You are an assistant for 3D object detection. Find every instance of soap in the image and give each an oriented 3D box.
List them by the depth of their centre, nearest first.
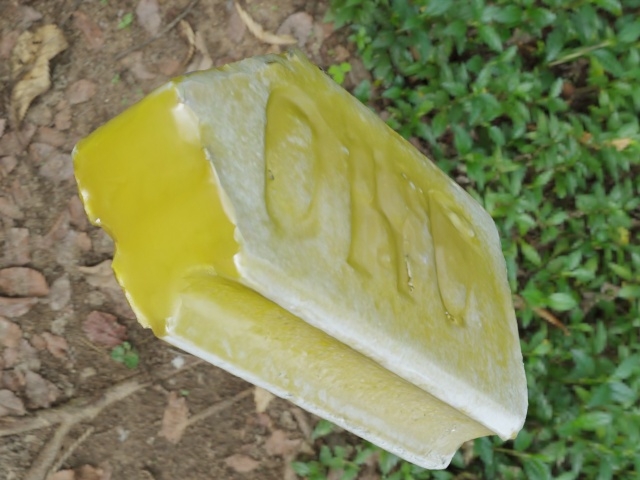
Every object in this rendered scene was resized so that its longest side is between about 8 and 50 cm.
[{"bbox_3d":[0.000,0.000,0.450,0.257,0.080,0.160,34,40,-38],"label":"soap"}]

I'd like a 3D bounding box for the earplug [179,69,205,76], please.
[{"bbox_3d":[-0.131,-0.076,1.108,0.132,0.132,0.272,-15,97,-40],"label":"earplug"}]
